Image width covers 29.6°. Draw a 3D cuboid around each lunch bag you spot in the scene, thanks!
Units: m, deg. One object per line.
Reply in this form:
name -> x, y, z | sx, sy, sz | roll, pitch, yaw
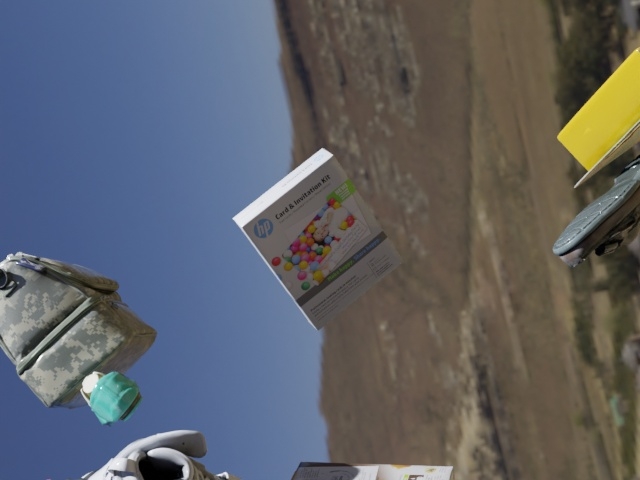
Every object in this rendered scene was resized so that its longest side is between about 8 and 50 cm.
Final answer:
lunch bag -> -0.460, 0.146, 2.173 | 0.256, 0.212, 0.305 | 45, 180, 6

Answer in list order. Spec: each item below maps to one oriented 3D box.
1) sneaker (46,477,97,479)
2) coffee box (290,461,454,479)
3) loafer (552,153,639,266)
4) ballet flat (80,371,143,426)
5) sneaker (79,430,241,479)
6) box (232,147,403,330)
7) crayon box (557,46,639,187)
sneaker -> -0.305, 0.300, 1.175 | 0.125, 0.262, 0.104 | -136, 45, -58
coffee box -> 0.081, 0.424, 1.862 | 0.098, 0.247, 0.141 | -55, -37, -67
loafer -> 0.421, -0.038, 1.646 | 0.084, 0.267, 0.096 | 51, 149, -4
ballet flat -> -0.328, 0.236, 1.881 | 0.087, 0.083, 0.247 | 39, 165, -4
sneaker -> -0.176, 0.394, 1.818 | 0.210, 0.366, 0.137 | 131, 147, -49
box -> 0.000, 0.000, 1.517 | 0.186, 0.145, 0.038 | 56, 172, -29
crayon box -> 0.480, -0.219, 1.761 | 0.083, 0.323, 0.203 | 49, 138, 11
